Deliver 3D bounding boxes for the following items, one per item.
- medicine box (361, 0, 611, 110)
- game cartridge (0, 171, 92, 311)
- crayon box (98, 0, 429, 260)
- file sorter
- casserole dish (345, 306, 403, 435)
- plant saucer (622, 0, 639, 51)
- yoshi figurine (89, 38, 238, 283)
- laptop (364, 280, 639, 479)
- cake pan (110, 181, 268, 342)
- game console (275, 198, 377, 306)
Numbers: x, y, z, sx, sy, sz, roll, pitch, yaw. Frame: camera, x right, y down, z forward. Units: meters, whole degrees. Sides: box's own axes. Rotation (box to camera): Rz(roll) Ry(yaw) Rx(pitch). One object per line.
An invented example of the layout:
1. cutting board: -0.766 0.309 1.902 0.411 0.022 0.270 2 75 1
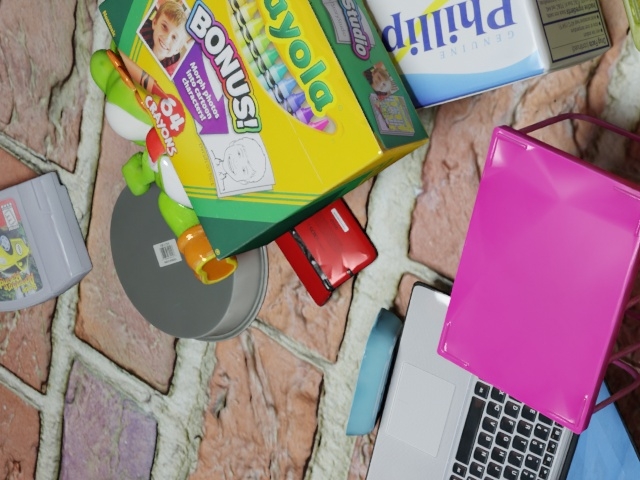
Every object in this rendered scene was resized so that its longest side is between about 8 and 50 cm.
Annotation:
1. medicine box: 0.155 -0.313 1.737 0.263 0.149 0.289 -12 95 42
2. game cartridge: -0.497 0.013 2.454 0.294 0.060 0.196 -16 98 42
3. crayon box: -0.077 -0.205 1.799 0.313 0.106 0.363 -32 81 43
4. file sorter: 0.293 0.025 1.711 0.202 0.182 0.291 28 120 31
5. casserole dish: 0.074 0.178 1.999 0.037 0.114 0.188 16 117 9
6. plant saucer: 0.388 -0.310 1.613 0.188 0.045 0.188 -12 96 41
7. yoshi figurine: -0.185 -0.124 2.070 0.362 0.203 0.203 56 145 20
8. laptop: 0.205 0.323 1.840 0.407 0.236 0.382 24 118 22
9. cake pan: -0.203 0.016 2.208 0.293 0.054 0.293 14 112 37
10. game console: 0.000 0.000 2.060 0.124 0.085 0.144 -35 80 9
